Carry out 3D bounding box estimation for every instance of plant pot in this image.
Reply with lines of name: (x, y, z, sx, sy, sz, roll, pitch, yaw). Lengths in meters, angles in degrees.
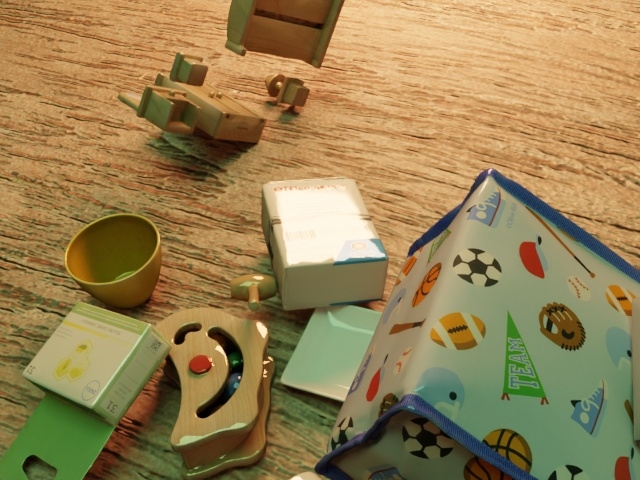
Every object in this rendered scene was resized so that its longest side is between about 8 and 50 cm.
plant pot: (-0.282, 0.042, 1.215, 0.134, 0.095, 0.134, -6, 46, 6)

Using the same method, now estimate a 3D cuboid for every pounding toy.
pounding toy: (-0.142, 0.141, 1.058, 0.154, 0.154, 0.269, -2, 43, 6)

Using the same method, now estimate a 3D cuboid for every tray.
tray: (0.099, 0.163, 1.080, 0.270, 0.030, 0.145, 12, 51, 20)

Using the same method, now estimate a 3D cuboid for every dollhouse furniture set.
dollhouse furniture set: (-0.143, -0.358, 1.381, 0.174, 0.355, 0.303, 34, 22, 33)

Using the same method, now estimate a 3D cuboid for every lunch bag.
lunch bag: (0.237, 0.179, 0.887, 0.386, 0.239, 0.327, 31, 53, -6)

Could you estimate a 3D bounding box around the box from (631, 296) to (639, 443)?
box: (0.375, 0.152, 0.840, 0.038, 0.186, 0.145, -23, 47, 47)

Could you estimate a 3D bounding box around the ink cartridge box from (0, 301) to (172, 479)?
ink cartridge box: (-0.307, 0.195, 1.045, 0.171, 0.056, 0.235, 10, 57, 44)

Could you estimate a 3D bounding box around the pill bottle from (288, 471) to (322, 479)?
pill bottle: (0.034, 0.335, 0.870, 0.118, 0.117, 0.208, -36, 52, -22)

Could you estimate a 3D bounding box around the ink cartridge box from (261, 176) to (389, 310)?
ink cartridge box: (0.000, 0.000, 1.185, 0.140, 0.082, 0.190, -5, 37, -12)
